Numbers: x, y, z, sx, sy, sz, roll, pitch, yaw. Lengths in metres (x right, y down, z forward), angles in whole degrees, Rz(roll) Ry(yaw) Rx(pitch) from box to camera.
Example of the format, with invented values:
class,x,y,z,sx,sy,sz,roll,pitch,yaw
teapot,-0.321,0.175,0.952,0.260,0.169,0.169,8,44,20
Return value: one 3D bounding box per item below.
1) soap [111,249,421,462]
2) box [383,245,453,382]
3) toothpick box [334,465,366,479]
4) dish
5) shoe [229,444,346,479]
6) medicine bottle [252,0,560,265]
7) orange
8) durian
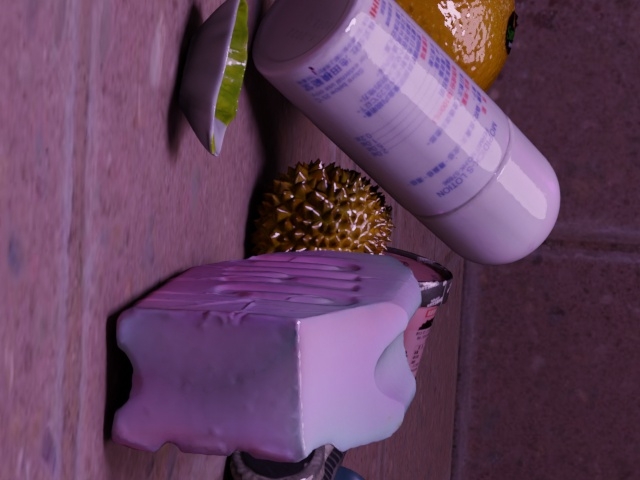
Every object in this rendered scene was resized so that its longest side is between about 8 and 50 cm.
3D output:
class,x,y,z,sx,sy,sz,roll,pitch,yaw
soap,-0.024,0.079,1.500,0.324,0.193,0.109,-35,129,-78
box,0.056,0.084,2.126,0.151,0.151,0.135,-44,145,-75
toothpick box,-0.001,0.309,1.961,0.184,0.120,0.120,-76,167,-56
dish,-0.086,-0.125,1.514,0.091,0.039,0.137,90,10,-51
shoe,-0.029,0.217,1.858,0.227,0.099,0.112,-44,145,-70
medicine bottle,0.093,-0.101,1.810,0.341,0.130,0.130,41,45,-33
orange,0.085,-0.220,1.952,0.236,0.236,0.236,4,90,-80
durian,0.000,0.000,1.821,0.158,0.137,0.168,45,61,-52
